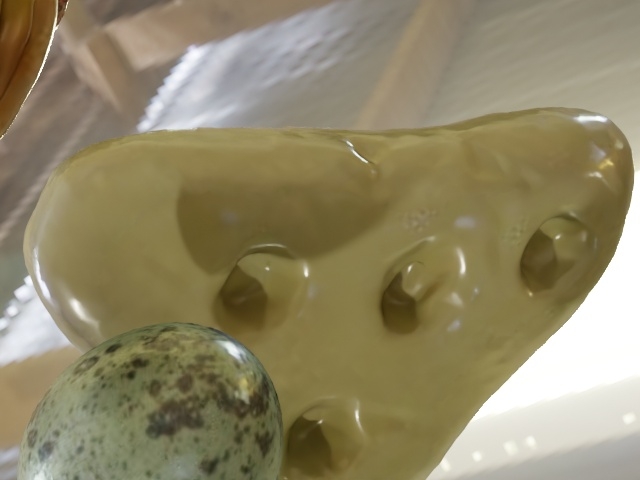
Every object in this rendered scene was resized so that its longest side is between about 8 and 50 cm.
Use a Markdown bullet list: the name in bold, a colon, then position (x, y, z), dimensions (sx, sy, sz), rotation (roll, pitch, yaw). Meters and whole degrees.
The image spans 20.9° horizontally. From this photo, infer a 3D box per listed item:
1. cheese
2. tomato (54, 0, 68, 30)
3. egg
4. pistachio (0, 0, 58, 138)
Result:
- **cheese**: position (0.000, 0.000, 1.092), dimensions (0.351, 0.328, 0.129), rotation (-50, -156, 7)
- **tomato**: position (-0.313, -0.259, 1.280), dimensions (0.143, 0.338, 0.338), rotation (4, -145, 21)
- **egg**: position (-0.084, 0.111, 0.896), dimensions (0.172, 0.132, 0.132), rotation (-51, -175, 40)
- **pistachio**: position (-0.266, -0.089, 0.805), dimensions (0.308, 0.230, 0.230), rotation (-30, -158, 19)
